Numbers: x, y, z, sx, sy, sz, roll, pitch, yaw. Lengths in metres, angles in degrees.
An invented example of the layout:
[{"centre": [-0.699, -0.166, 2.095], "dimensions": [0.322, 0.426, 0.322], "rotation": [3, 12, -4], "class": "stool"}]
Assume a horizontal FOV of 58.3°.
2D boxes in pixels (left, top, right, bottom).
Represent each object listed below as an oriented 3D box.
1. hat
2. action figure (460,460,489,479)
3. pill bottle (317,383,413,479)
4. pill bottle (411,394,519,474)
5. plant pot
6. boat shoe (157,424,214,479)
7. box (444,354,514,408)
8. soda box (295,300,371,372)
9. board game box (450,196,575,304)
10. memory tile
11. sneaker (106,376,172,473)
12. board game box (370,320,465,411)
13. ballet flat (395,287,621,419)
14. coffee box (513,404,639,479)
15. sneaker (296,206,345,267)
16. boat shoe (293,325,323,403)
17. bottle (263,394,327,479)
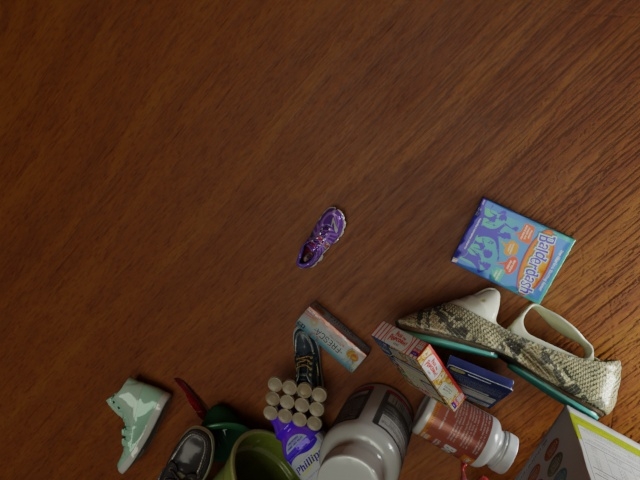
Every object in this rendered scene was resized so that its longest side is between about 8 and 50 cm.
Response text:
[{"centre": [-0.262, 0.455, 1.521], "dimensions": [0.173, 0.183, 0.208], "rotation": [-30, 127, 16], "class": "hat"}, {"centre": [0.363, 0.624, 1.340], "dimensions": [0.091, 0.139, 0.280], "rotation": [7, 122, 12], "class": "action figure"}, {"centre": [0.099, 0.453, 1.260], "dimensions": [0.176, 0.318, 0.176], "rotation": [3, 99, 17], "class": "pill bottle"}, {"centre": [0.326, 0.430, 1.294], "dimensions": [0.216, 0.121, 0.121], "rotation": [28, 104, 8], "class": "pill bottle"}, {"centre": [-0.184, 0.649, 1.400], "dimensions": [0.254, 0.276, 0.276], "rotation": [-44, 85, 21], "class": "plant pot"}, {"centre": [-0.343, 0.586, 1.381], "dimensions": [0.103, 0.092, 0.285], "rotation": [29, 95, 3], "class": "boat shoe"}, {"centre": [0.329, 0.304, 1.237], "dimensions": [0.136, 0.225, 0.036], "rotation": [21, 69, 12], "class": "box"}, {"centre": [0.032, 0.231, 1.384], "dimensions": [0.183, 0.058, 0.063], "rotation": [41, 106, 8], "class": "soda box"}, {"centre": [0.415, 0.020, 1.251], "dimensions": [0.210, 0.047, 0.160], "rotation": [26, 104, 10], "class": "board game box"}, {"centre": [-0.061, 0.387, 1.368], "dimensions": [0.148, 0.012, 0.113], "rotation": [10, 100, 12], "class": "memory tile"}, {"centre": [-0.522, 0.494, 1.559], "dimensions": [0.151, 0.094, 0.256], "rotation": [27, 95, 5], "class": "sneaker"}, {"centre": [0.207, 0.267, 1.220], "dimensions": [0.045, 0.147, 0.193], "rotation": [-46, 124, -16], "class": "board game box"}, {"centre": [0.411, 0.211, 1.242], "dimensions": [0.483, 0.164, 0.182], "rotation": [23, 81, 6], "class": "ballet flat"}, {"centre": [0.526, 0.571, 1.022], "dimensions": [0.338, 0.334, 0.337], "rotation": [28, 104, 11], "class": "coffee box"}, {"centre": [0.000, 0.000, 1.354], "dimensions": [0.068, 0.071, 0.170], "rotation": [33, 105, 9], "class": "sneaker"}, {"centre": [-0.034, 0.301, 1.399], "dimensions": [0.065, 0.083, 0.183], "rotation": [-11, 94, 17], "class": "boat shoe"}, {"centre": [-0.029, 0.507, 1.399], "dimensions": [0.118, 0.092, 0.283], "rotation": [-45, 69, 8], "class": "bottle"}]
